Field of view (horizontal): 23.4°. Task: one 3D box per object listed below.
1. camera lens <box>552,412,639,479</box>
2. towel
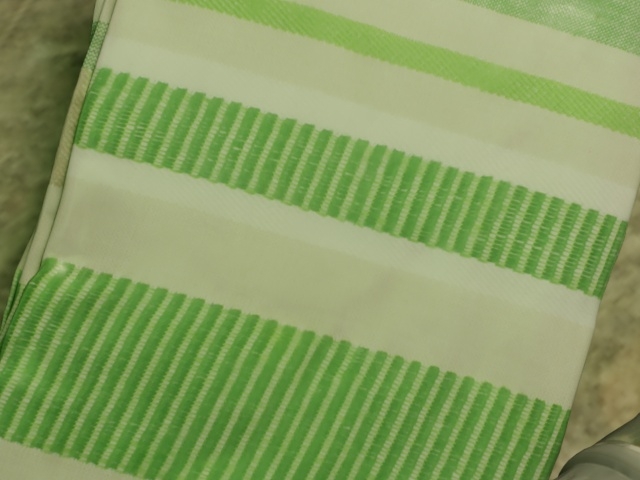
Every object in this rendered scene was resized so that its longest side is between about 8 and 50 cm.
[{"bbox_3d":[0.234,0.135,0.589,0.274,0.219,0.219,-22,76,-14],"label":"camera lens"},{"bbox_3d":[0.000,0.000,0.655,0.248,0.038,0.325,16,87,-2],"label":"towel"}]
